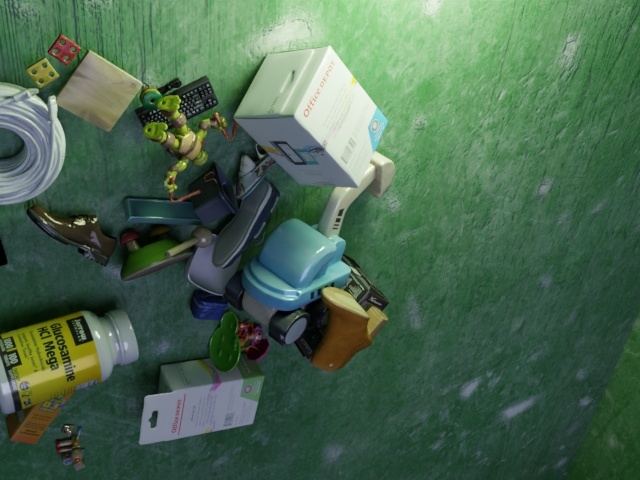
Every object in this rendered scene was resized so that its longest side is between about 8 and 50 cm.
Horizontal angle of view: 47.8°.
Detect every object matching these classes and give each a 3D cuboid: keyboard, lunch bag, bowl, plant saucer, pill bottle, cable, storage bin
[{"bbox_3d":[-0.326,-0.310,1.627,0.180,0.023,0.108,-29,132,-10],"label":"keyboard"},{"bbox_3d":[-0.299,0.173,1.966,0.098,0.067,0.065,6,120,-34],"label":"lunch bag"},{"bbox_3d":[-0.287,0.060,1.875,0.142,0.053,0.142,34,73,-44],"label":"bowl"},{"bbox_3d":[-0.376,-0.071,1.742,0.192,0.067,0.018,1,145,-30],"label":"plant saucer"},{"bbox_3d":[-0.629,0.280,1.763,0.334,0.188,0.187,-17,130,-28],"label":"pill bottle"},{"bbox_3d":[-0.656,-0.195,1.472,0.257,0.089,0.257,-11,130,-19],"label":"cable"},{"bbox_3d":[-0.265,-0.109,1.742,0.091,0.135,0.098,-30,133,5],"label":"storage bin"}]

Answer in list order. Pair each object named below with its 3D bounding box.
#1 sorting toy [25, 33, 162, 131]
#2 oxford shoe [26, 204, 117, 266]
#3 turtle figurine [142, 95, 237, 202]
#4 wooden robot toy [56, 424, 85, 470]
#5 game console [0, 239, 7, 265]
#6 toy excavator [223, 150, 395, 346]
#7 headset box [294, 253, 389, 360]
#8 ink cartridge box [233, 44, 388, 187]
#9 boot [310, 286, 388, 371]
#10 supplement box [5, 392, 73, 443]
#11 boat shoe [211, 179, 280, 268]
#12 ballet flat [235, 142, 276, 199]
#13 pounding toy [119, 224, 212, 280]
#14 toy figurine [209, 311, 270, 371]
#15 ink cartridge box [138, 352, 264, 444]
[{"bbox_3d":[-0.476,-0.322,1.514,0.275,0.046,0.132,29,106,-41],"label":"sorting toy"},{"bbox_3d":[-0.569,-0.032,1.666,0.227,0.083,0.096,36,81,-42],"label":"oxford shoe"},{"bbox_3d":[-0.302,-0.234,1.633,0.269,0.087,0.217,-53,151,-10],"label":"turtle figurine"},{"bbox_3d":[-0.702,0.604,2.043,0.076,0.079,0.173,-11,127,-24],"label":"wooden robot toy"},{"bbox_3d":[-0.810,0.111,1.643,0.213,0.044,0.361,-16,130,-19],"label":"game console"},{"bbox_3d":[0.000,0.000,1.886,0.433,0.222,0.445,-22,139,-47],"label":"toy excavator"},{"bbox_3d":[0.023,0.204,2.073,0.110,0.218,0.293,30,104,-43],"label":"headset box"},{"bbox_3d":[-0.017,-0.279,1.663,0.270,0.197,0.198,44,63,-43],"label":"ink cartridge box"},{"bbox_3d":[0.040,0.245,1.879,0.211,0.104,0.295,-49,142,10],"label":"boot"},{"bbox_3d":[-0.728,0.423,1.896,0.078,0.080,0.233,27,105,-43],"label":"supplement box"},{"bbox_3d":[-0.189,-0.035,1.846,0.079,0.095,0.254,34,81,-53],"label":"boat shoe"},{"bbox_3d":[-0.145,-0.201,1.786,0.221,0.077,0.079,-43,115,-2],"label":"ballet flat"},{"bbox_3d":[-0.397,0.008,1.752,0.237,0.110,0.183,-24,178,36],"label":"pounding toy"},{"bbox_3d":[-0.216,0.290,2.095,0.159,0.130,0.173,5,96,-48],"label":"toy figurine"},{"bbox_3d":[-0.361,0.457,2.104,0.354,0.119,0.207,-4,125,-29],"label":"ink cartridge box"}]
